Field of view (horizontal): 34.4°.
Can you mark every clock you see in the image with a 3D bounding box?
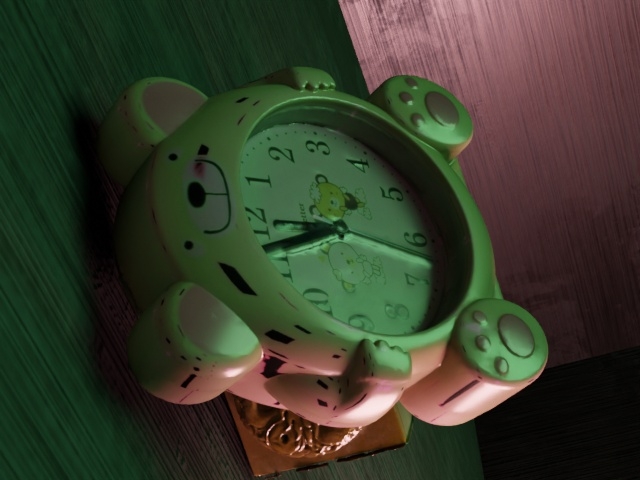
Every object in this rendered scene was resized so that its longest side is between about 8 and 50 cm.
[{"bbox_3d":[0.000,0.000,0.766,0.310,0.114,0.283,4,60,-33],"label":"clock"}]

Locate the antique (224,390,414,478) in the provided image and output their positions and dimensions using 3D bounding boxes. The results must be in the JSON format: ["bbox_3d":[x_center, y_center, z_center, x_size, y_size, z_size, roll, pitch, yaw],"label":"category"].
[{"bbox_3d":[-0.005,0.113,0.914,0.148,0.147,0.151,-57,130,-75],"label":"antique"}]
